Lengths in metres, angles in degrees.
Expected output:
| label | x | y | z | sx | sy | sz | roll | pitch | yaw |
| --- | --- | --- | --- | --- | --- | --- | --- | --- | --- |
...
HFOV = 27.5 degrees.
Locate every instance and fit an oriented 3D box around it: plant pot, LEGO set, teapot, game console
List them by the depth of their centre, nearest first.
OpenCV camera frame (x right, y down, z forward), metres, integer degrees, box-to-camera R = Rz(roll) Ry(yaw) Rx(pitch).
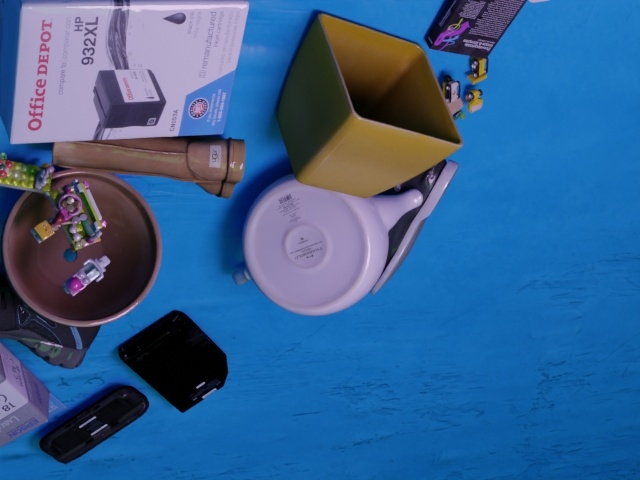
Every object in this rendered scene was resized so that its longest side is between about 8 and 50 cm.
| label | x | y | z | sx | sy | sz | roll | pitch | yaw |
| --- | --- | --- | --- | --- | --- | --- | --- | --- | --- |
| LEGO set | -0.398 | -0.060 | 1.853 | 0.287 | 0.107 | 0.132 | 45 | 69 | -11 |
| plant pot | -0.366 | 0.016 | 1.973 | 0.237 | 0.237 | 0.110 | -8 | 175 | -22 |
| plant pot | 0.053 | -0.183 | 1.983 | 0.212 | 0.212 | 0.187 | 11 | 136 | -36 |
| teapot | 0.000 | 0.000 | 2.141 | 0.187 | 0.256 | 0.252 | -25 | 135 | -72 |
| game console | -0.343 | 0.277 | 2.330 | 0.361 | 0.044 | 0.213 | -34 | 139 | 2 |

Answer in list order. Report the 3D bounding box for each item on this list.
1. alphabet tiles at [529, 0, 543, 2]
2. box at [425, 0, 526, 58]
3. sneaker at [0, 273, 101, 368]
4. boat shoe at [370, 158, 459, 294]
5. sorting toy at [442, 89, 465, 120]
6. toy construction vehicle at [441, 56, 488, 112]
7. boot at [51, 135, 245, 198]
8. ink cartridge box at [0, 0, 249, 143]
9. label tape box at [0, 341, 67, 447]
| label | x | y | z | sx | sy | sz | roll | pitch | yaw |
| --- | --- | --- | --- | --- | --- | --- | --- | --- | --- |
| alphabet tiles | 0.311 | -0.468 | 1.965 | 0.284 | 0.021 | 0.278 | -11 | 135 | -19 |
| box | 0.248 | -0.354 | 2.022 | 0.116 | 0.029 | 0.162 | 5 | 134 | -34 |
| sneaker | -0.478 | 0.089 | 2.036 | 0.341 | 0.125 | 0.139 | 25 | 103 | -50 |
| boat shoe | 0.134 | -0.038 | 2.250 | 0.302 | 0.091 | 0.114 | -61 | 174 | 30 |
| sorting toy | 0.207 | -0.216 | 2.165 | 0.062 | 0.012 | 0.083 | -40 | 134 | 6 |
| toy construction vehicle | 0.230 | -0.249 | 2.125 | 0.086 | 0.035 | 0.098 | -28 | 136 | -25 |
| boot | -0.256 | -0.127 | 1.933 | 0.270 | 0.089 | 0.236 | 5 | 171 | -10 |
| ink cartridge box | -0.275 | -0.258 | 1.770 | 0.308 | 0.129 | 0.223 | -5 | 133 | -24 |
| label tape box | -0.588 | 0.293 | 2.169 | 0.241 | 0.106 | 0.333 | -30 | 139 | 2 |
